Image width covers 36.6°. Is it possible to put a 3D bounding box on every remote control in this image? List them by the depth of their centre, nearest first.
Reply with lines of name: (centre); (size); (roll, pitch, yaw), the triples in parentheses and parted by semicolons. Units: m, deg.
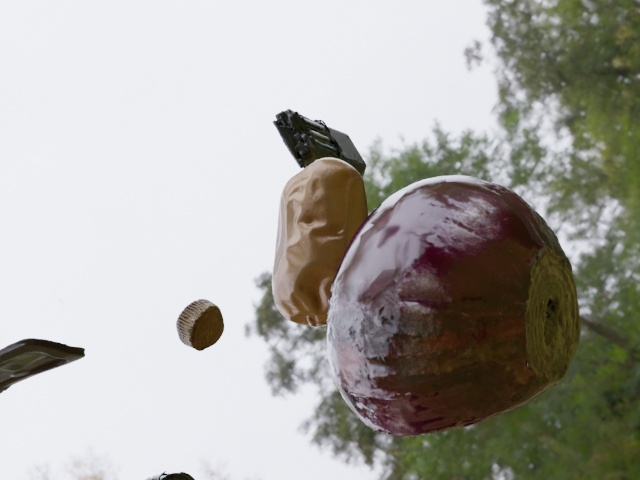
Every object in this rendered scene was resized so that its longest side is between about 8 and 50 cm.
remote control: (0.008, -0.191, 1.973); (0.062, 0.144, 0.399); (-34, -10, 14)

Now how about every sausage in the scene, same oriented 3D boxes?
sausage: (0.000, 0.000, 1.348); (0.120, 0.136, 0.241); (34, -122, -58)

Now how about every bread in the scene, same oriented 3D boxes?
bread: (-0.200, 0.135, 1.578); (0.085, 0.053, 0.085); (-32, -48, -43)

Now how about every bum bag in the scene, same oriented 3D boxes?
bum bag: (-0.340, 0.135, 1.028); (0.159, 0.026, 0.109); (-23, -21, 16)

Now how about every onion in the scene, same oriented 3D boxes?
onion: (0.153, 0.057, 1.145); (0.337, 0.282, 0.260); (-27, -68, -37)

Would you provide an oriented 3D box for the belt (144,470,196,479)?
belt: (-0.215, 0.405, 1.407); (0.105, 0.140, 0.058); (-17, -2, -42)
